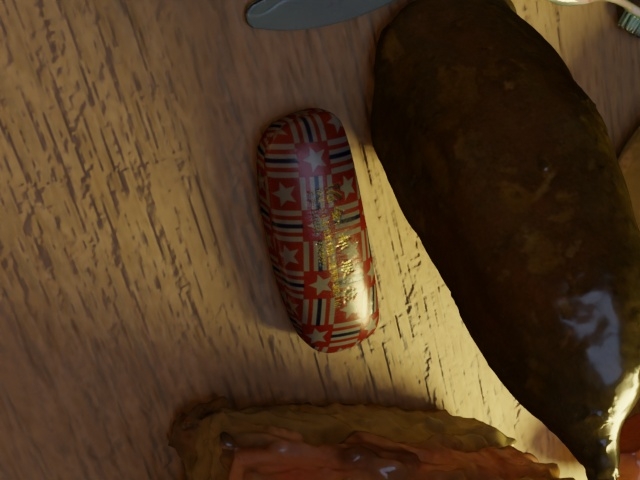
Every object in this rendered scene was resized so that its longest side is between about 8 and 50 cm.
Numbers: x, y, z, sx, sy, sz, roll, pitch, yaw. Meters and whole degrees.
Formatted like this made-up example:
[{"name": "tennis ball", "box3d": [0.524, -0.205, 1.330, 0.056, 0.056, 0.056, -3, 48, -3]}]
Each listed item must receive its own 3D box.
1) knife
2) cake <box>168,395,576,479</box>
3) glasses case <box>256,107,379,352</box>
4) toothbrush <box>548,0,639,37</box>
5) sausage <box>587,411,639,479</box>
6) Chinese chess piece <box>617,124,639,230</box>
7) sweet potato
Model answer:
[{"name": "knife", "box3d": [0.062, -0.211, 0.733, 0.260, 0.034, 0.063, -34, 134, -6]}, {"name": "cake", "box3d": [0.060, 0.299, 0.759, 0.314, 0.307, 0.293, 2, 109, -29]}, {"name": "glasses case", "box3d": [0.000, 0.000, 0.763, 0.073, 0.049, 0.194, -22, 118, -20]}, {"name": "toothbrush", "box3d": [0.181, -0.195, 0.792, 0.269, 0.021, 0.027, 8, 107, -37]}, {"name": "sausage", "box3d": [0.404, 0.195, 1.041, 0.348, 0.094, 0.097, -17, 103, -21]}, {"name": "Chinese chess piece", "box3d": [0.368, -0.019, 0.931, 0.250, 0.103, 0.249, -11, 113, -26]}, {"name": "sweet potato", "box3d": [0.148, -0.013, 0.722, 0.158, 0.369, 0.158, -19, 156, -9]}]
